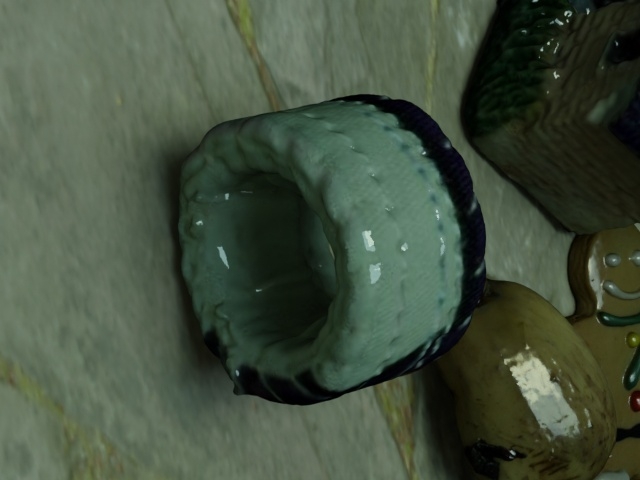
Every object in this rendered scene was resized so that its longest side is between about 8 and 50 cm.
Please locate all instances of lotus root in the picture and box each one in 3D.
[{"bbox_3d":[0.183,0.144,1.034,0.154,0.140,0.257,-40,104,-40],"label":"lotus root"}]

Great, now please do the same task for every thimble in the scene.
[{"bbox_3d":[0.000,0.000,0.853,0.150,0.237,0.237,-12,95,-41],"label":"thimble"}]

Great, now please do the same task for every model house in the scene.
[{"bbox_3d":[0.340,-0.177,1.078,0.243,0.284,0.298,39,67,-30],"label":"model house"}]

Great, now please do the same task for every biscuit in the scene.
[{"bbox_3d":[0.316,0.124,1.199,0.197,0.049,0.302,-1,88,-40],"label":"biscuit"}]
